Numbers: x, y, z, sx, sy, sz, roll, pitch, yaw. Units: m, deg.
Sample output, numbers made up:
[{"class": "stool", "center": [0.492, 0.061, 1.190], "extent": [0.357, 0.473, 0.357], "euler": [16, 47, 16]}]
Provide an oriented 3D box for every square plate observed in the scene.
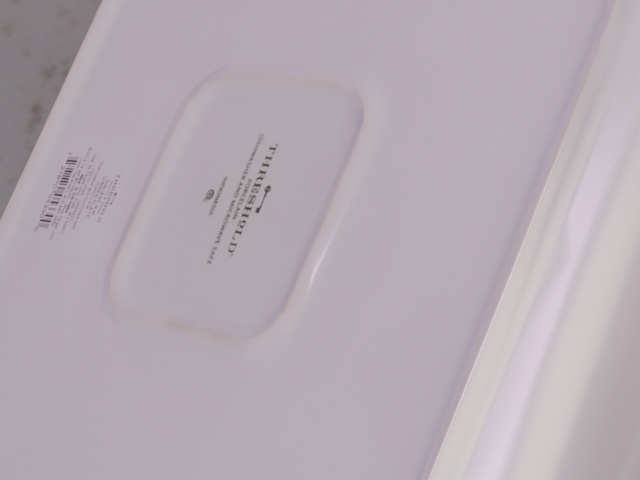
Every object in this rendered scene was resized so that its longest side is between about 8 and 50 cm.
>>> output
[{"class": "square plate", "center": [-0.017, -0.002, 0.575], "extent": [0.344, 0.049, 0.347], "euler": [11, 73, 46]}]
